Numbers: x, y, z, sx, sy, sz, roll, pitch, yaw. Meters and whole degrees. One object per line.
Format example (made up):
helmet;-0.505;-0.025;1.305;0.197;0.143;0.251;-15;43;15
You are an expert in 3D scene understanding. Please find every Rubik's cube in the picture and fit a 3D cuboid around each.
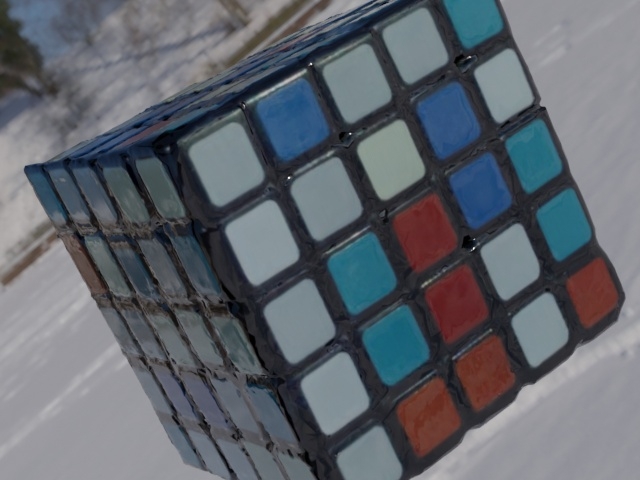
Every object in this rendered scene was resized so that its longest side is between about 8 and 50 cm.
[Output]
Rubik's cube;0.000;0.000;0.577;0.182;0.187;0.184;-32;16;-27
